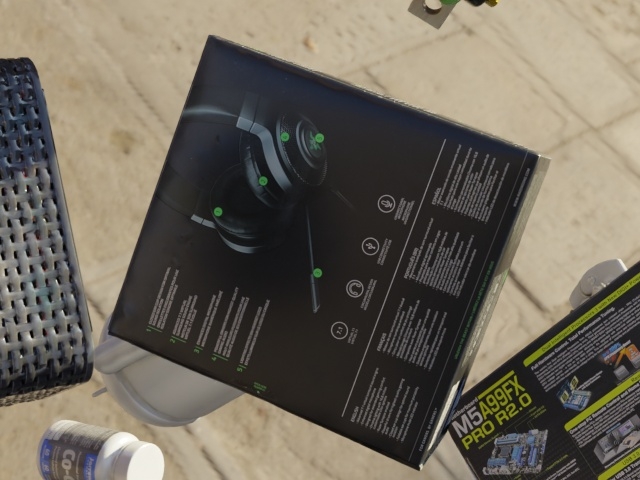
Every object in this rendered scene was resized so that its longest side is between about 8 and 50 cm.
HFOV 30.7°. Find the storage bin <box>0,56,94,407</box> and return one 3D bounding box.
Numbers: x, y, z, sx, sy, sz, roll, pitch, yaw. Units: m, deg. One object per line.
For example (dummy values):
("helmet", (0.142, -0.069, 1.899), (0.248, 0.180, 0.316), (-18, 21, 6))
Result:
("storage bin", (-0.194, 0.002, 0.634), (0.084, 0.122, 0.180), (-9, 82, -32))

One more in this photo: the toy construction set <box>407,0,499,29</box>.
("toy construction set", (0.077, -0.333, 1.258), (0.257, 0.309, 0.237), (47, 38, -30))

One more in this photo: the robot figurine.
("robot figurine", (-0.171, 0.134, 1.610), (0.300, 0.353, 0.199), (2, 62, -49))

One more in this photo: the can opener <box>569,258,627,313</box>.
("can opener", (0.334, 0.131, 1.169), (0.093, 0.074, 0.280), (26, 30, -36))

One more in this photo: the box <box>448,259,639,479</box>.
("box", (0.257, 0.156, 0.946), (0.060, 0.270, 0.216), (17, 37, -54))

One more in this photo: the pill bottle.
("pill bottle", (-0.252, 0.255, 1.341), (0.137, 0.078, 0.078), (5, 33, 32))

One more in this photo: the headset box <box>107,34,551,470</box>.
("headset box", (0.000, 0.000, 0.904), (0.283, 0.246, 0.131), (21, 7, 13))
